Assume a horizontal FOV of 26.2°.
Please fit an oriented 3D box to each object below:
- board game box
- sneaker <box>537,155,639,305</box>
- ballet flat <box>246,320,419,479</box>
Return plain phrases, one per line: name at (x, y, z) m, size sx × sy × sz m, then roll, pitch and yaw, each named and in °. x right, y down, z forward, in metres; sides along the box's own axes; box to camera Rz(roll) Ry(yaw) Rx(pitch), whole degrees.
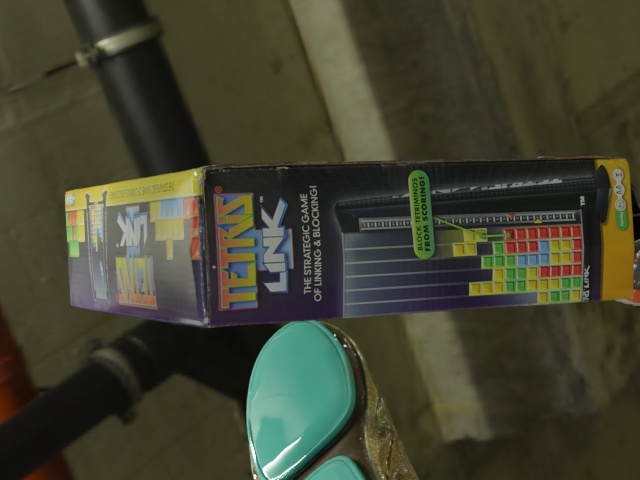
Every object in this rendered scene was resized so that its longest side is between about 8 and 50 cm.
board game box at (0.000, 0.000, 0.471) m, size 0.141 × 0.170 × 0.048 m, roll -4°, pitch -89°, yaw -22°
sneaker at (0.200, -0.023, 0.968) m, size 0.061 × 0.065 × 0.158 m, roll 5°, pitch -146°, yaw -28°
ballet flat at (0.023, 0.183, 1.003) m, size 0.123 × 0.123 × 0.348 m, roll 56°, pitch -176°, yaw -27°
